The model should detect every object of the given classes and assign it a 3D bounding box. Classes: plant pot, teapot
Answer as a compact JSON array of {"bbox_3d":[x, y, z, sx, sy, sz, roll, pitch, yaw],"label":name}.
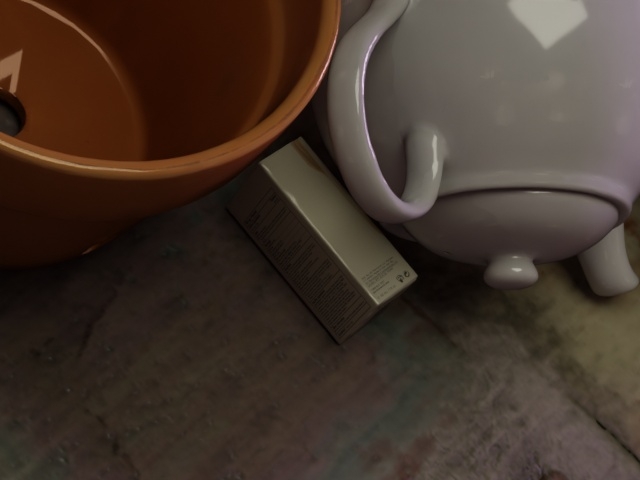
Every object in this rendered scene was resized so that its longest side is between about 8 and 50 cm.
[{"bbox_3d":[-0.158,-0.115,1.055,0.290,0.203,0.291,11,59,-19],"label":"plant pot"},{"bbox_3d":[0.107,-0.064,1.145,0.256,0.252,0.187,2,75,-10],"label":"teapot"}]

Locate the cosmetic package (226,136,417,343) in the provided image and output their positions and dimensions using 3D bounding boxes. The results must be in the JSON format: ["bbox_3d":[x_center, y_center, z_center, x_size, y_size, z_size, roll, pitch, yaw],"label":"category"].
[{"bbox_3d":[0.000,0.000,1.157,0.041,0.060,0.115,-34,82,-37],"label":"cosmetic package"}]
